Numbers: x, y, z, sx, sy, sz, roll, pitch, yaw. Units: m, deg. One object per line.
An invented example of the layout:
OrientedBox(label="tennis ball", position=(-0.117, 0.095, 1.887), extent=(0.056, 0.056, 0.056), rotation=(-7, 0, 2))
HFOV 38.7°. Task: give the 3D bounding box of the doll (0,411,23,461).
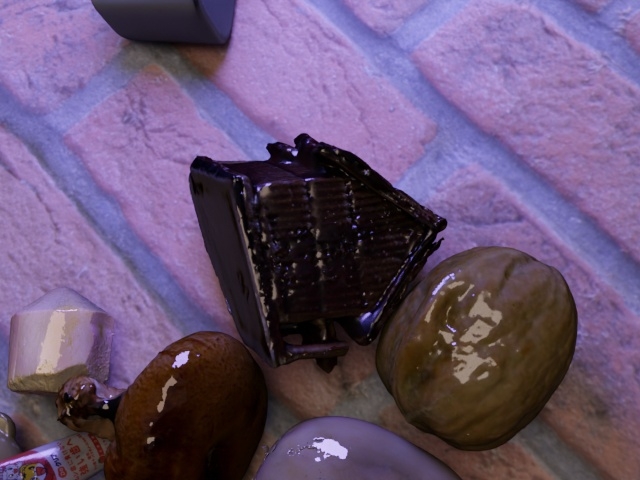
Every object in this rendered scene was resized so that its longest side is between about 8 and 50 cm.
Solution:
OrientedBox(label="doll", position=(-0.474, 0.372, 1.229), extent=(0.177, 0.161, 0.260), rotation=(-21, 72, -1))

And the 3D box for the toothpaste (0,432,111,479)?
OrientedBox(label="toothpaste", position=(-0.354, 0.306, 1.224), extent=(0.234, 0.057, 0.089), rotation=(-21, 69, -39))

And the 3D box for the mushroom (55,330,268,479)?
OrientedBox(label="mushroom", position=(-0.182, 0.232, 1.199), extent=(0.267, 0.267, 0.254), rotation=(-35, 63, -4))

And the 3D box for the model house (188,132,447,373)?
OrientedBox(label="model house", position=(0.000, 0.000, 1.276), extent=(0.283, 0.317, 0.297), rotation=(-13, 102, -19))

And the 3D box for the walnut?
OrientedBox(label="walnut", position=(0.203, 0.130, 1.175), extent=(0.283, 0.283, 0.227), rotation=(-48, 50, -8))

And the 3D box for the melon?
OrientedBox(label="melon", position=(0.058, 0.348, 1.140), extent=(0.317, 0.223, 0.223), rotation=(27, 78, 9))

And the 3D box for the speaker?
OrientedBox(label="speaker", position=(-0.234, -0.519, 1.466), extent=(0.184, 0.183, 0.406), rotation=(1, 74, 13))

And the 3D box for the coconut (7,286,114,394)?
OrientedBox(label="coconut", position=(-0.370, 0.143, 1.296), extent=(0.147, 0.147, 0.152), rotation=(0, 74, 7))
